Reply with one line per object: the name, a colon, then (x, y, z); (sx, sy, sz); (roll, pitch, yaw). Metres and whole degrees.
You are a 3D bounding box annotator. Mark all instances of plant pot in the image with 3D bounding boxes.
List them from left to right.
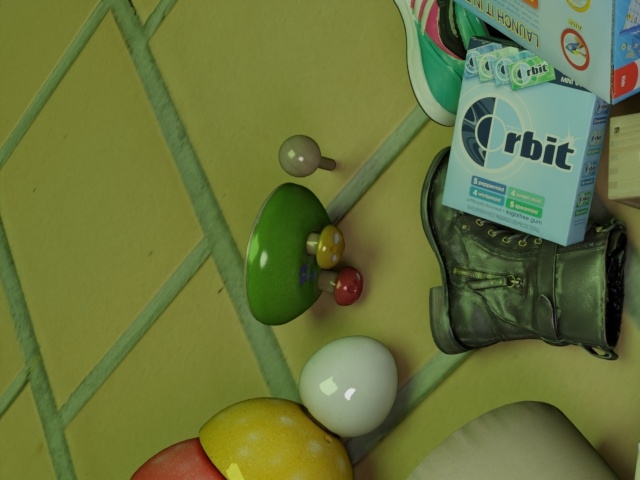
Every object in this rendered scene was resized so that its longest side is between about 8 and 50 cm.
plant pot: (0.229, 0.328, 1.131); (0.274, 0.257, 0.256); (40, 110, 43)

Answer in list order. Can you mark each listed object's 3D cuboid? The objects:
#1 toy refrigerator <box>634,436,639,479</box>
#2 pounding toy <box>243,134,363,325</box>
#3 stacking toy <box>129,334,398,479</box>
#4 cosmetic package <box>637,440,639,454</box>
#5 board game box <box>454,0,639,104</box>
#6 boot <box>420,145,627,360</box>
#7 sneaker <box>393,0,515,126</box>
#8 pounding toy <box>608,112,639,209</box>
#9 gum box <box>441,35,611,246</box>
toy refrigerator: (0.373, 0.109, 1.148); (0.102, 0.094, 0.269); (4, 85, 41)
pounding toy: (0.000, 0.000, 1.548); (0.110, 0.183, 0.236); (12, 86, 23)
stacking toy: (-0.075, 0.312, 1.482); (0.480, 0.351, 0.350); (-50, 47, 6)
cosmetic package: (0.489, 0.196, 0.773); (0.327, 0.394, 0.329); (-44, 53, 32)
board game box: (0.206, -0.329, 1.148); (0.308, 0.086, 0.302); (46, 155, 43)
boot: (0.228, 0.007, 1.346); (0.229, 0.091, 0.262); (-11, 77, 40)
sneaker: (0.166, -0.301, 1.440); (0.178, 0.124, 0.295); (-30, 67, 45)
pounding toy: (0.369, -0.085, 1.128); (0.206, 0.181, 0.094); (-6, 76, 47)
gum box: (0.212, -0.105, 1.274); (0.157, 0.041, 0.184); (21, 112, 37)
